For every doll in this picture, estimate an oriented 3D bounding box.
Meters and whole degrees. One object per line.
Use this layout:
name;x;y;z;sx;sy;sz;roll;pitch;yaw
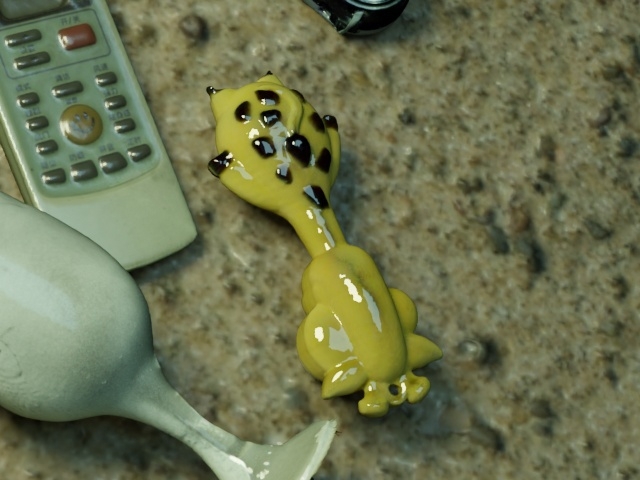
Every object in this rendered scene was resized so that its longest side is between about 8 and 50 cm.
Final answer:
doll;0.000;0.000;1.455;0.117;0.086;0.291;-21;78;-21

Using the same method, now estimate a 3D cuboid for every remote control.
remote control;-0.194;-0.106;1.447;0.123;0.038;0.285;-17;78;-26

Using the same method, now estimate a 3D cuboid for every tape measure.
tape measure;0.029;-0.215;1.561;0.094;0.054;0.091;29;65;-2

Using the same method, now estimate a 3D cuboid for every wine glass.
wine glass;-0.145;0.093;1.337;0.321;0.143;0.143;39;63;-4
